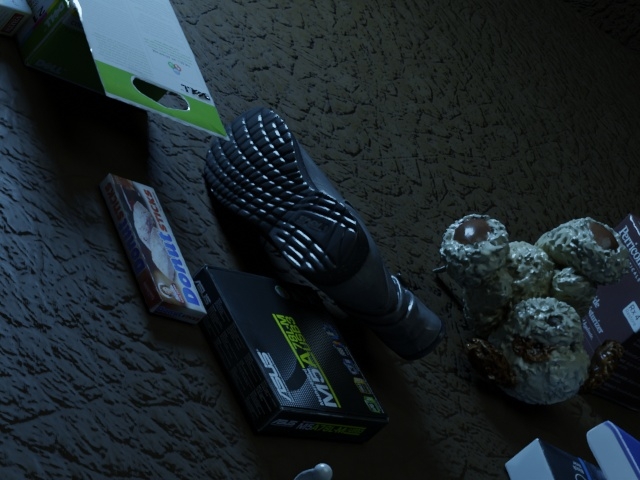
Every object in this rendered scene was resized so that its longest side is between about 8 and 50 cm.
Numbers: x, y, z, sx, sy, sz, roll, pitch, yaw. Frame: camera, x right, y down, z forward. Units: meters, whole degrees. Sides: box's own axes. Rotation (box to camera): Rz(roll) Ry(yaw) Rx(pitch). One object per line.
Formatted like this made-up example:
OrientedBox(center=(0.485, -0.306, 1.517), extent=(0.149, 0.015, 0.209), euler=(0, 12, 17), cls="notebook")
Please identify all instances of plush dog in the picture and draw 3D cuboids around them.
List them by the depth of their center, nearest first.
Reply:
OrientedBox(center=(0.267, 0.107, 1.986), extent=(0.262, 0.210, 0.225), euler=(2, 57, -19), cls="plush dog")

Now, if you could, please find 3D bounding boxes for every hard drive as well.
OrientedBox(center=(0.440, 0.352, 1.895), extent=(0.318, 0.040, 0.210), euler=(34, 27, -55), cls="hard drive")

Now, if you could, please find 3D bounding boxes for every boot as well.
OrientedBox(center=(0.000, 0.000, 1.779), extent=(0.223, 0.118, 0.338), euler=(46, 7, -43), cls="boot")

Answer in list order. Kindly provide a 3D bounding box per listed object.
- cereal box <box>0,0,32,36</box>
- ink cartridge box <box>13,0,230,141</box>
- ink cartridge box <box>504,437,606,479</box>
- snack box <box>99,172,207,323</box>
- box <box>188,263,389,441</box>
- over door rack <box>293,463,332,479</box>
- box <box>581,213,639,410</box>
OrientedBox(center=(-0.434, -0.311, 1.623), extent=(0.240, 0.047, 0.173), euler=(11, 42, -53), cls="cereal box")
OrientedBox(center=(-0.232, -0.198, 1.714), extent=(0.189, 0.097, 0.255), euler=(19, 37, -46), cls="ink cartridge box")
OrientedBox(center=(0.327, 0.386, 1.734), extent=(0.165, 0.065, 0.333), euler=(28, 30, -36), cls="ink cartridge box")
OrientedBox(center=(-0.173, 0.008, 1.573), extent=(0.064, 0.022, 0.178), euler=(20, 34, -46), cls="snack box")
OrientedBox(center=(-0.034, 0.119, 1.595), extent=(0.184, 0.045, 0.191), euler=(18, 35, -51), cls="box")
OrientedBox(center=(0.086, 0.357, 1.340), extent=(0.239, 0.108, 0.324), euler=(34, 27, -23), cls="over door rack")
OrientedBox(center=(0.449, 0.106, 2.196), extent=(0.167, 0.203, 0.168), euler=(23, 32, -39), cls="box")
